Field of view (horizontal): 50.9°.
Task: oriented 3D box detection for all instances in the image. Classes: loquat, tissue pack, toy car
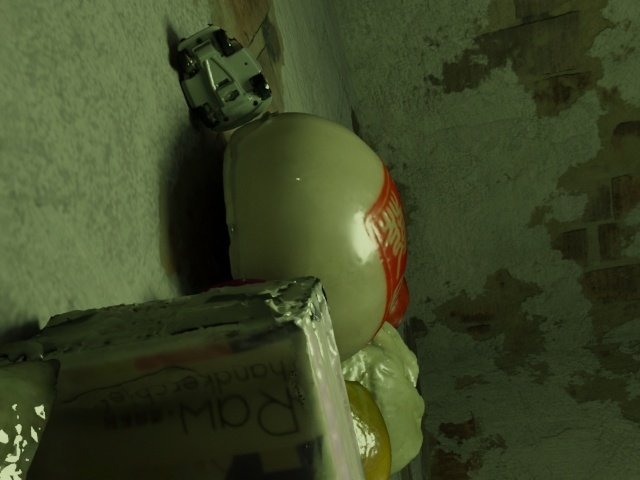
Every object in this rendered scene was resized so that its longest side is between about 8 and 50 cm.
[{"bbox_3d":[-0.019,0.294,0.863,0.213,0.214,0.245,50,50,-67],"label":"loquat"},{"bbox_3d":[-0.084,0.208,0.507,0.125,0.243,0.343,-52,131,-73],"label":"tissue pack"},{"bbox_3d":[-0.142,-0.239,0.960,0.139,0.112,0.112,61,5,-28],"label":"toy car"}]

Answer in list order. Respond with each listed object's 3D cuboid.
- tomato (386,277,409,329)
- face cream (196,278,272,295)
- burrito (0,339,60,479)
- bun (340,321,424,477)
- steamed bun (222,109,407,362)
[{"bbox_3d":[0.122,0.140,1.650,0.232,0.189,0.231,-10,90,-75],"label":"tomato"},{"bbox_3d":[-0.079,0.165,0.716,0.194,0.175,0.175,-86,162,-48],"label":"face cream"},{"bbox_3d":[-0.227,0.137,0.240,0.348,0.107,0.174,10,86,-75],"label":"burrito"},{"bbox_3d":[0.080,0.285,1.265,0.365,0.220,0.364,-13,90,-77],"label":"bun"},{"bbox_3d":[0.000,0.000,0.961,0.374,0.242,0.374,175,-90,-88],"label":"steamed bun"}]
